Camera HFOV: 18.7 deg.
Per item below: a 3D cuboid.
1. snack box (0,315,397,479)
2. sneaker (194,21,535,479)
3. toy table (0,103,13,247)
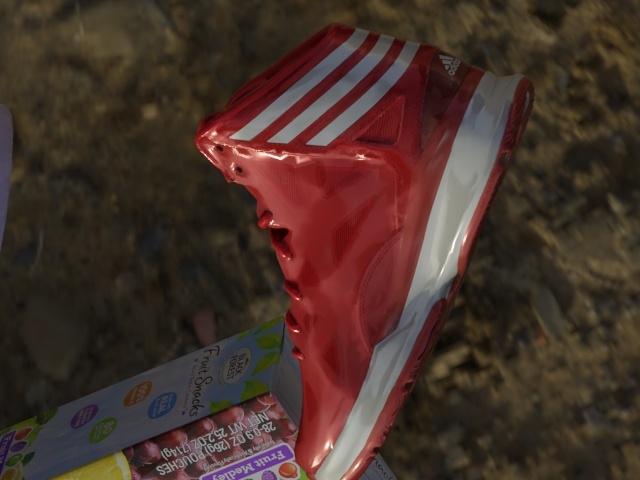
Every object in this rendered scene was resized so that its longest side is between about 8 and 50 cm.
[{"bbox_3d":[-0.066,0.153,1.000,0.207,0.070,0.174,-22,119,20],"label":"snack box"},{"bbox_3d":[0.000,0.000,0.853,0.128,0.087,0.221,25,117,6],"label":"sneaker"},{"bbox_3d":[-0.237,0.026,0.843,0.161,0.252,0.274,11,142,-17],"label":"toy table"}]
